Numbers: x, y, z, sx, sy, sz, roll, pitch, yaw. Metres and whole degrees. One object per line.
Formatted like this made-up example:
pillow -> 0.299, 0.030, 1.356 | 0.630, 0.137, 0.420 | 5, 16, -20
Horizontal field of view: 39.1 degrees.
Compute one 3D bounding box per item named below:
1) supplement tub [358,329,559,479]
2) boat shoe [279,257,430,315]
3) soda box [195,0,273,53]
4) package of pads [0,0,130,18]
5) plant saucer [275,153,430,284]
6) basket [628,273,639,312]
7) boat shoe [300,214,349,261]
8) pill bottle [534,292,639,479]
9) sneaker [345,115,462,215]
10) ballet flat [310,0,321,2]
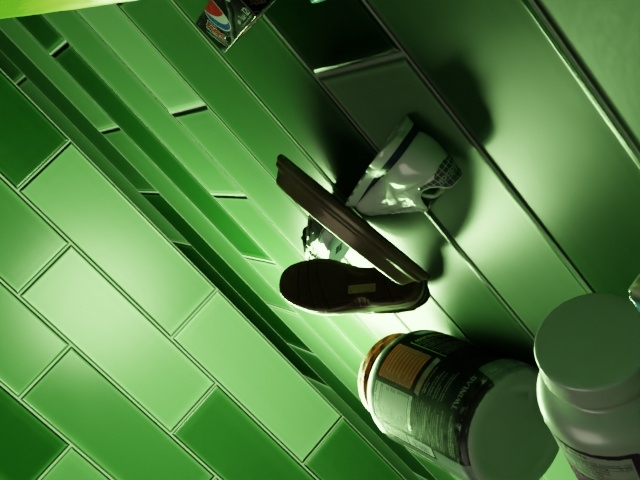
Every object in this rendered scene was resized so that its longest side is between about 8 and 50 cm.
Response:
supplement tub -> 0.216, 0.266, 1.483 | 0.207, 0.207, 0.338 | 50, 164, -25
boat shoe -> 0.058, 0.086, 1.482 | 0.257, 0.095, 0.095 | 3, 166, 29
soda box -> -0.095, -0.275, 1.054 | 0.053, 0.060, 0.169 | 46, 165, -10
package of pads -> -0.308, -0.376, 1.017 | 0.296, 0.229, 0.101 | 102, 158, -72
plant saucer -> 0.039, -0.024, 1.289 | 0.278, 0.041, 0.278 | 38, -177, -2
basket -> 0.370, 0.092, 0.635 | 0.289, 0.201, 0.255 | 42, 167, -24
boat shoe -> 0.000, 0.000, 1.546 | 0.076, 0.080, 0.228 | 45, 165, 13
pill bottle -> 0.349, 0.197, 1.038 | 0.169, 0.169, 0.301 | 26, 158, 46
sneaker -> 0.099, -0.067, 1.111 | 0.095, 0.090, 0.235 | 33, 166, -1
ballet flat -> 0.049, -0.257, 0.749 | 0.221, 0.077, 0.079 | 6, 123, 58
